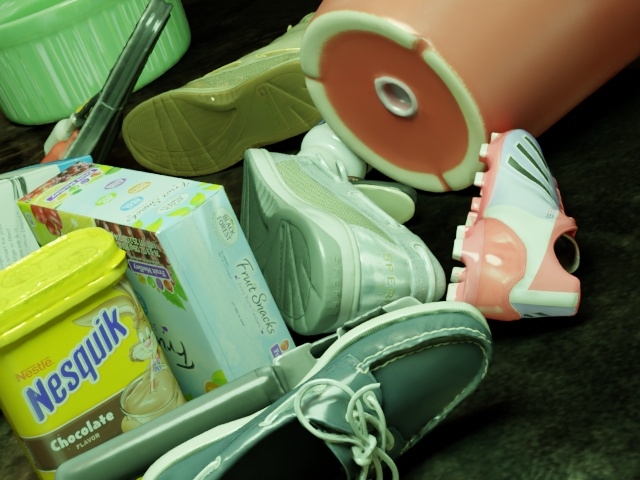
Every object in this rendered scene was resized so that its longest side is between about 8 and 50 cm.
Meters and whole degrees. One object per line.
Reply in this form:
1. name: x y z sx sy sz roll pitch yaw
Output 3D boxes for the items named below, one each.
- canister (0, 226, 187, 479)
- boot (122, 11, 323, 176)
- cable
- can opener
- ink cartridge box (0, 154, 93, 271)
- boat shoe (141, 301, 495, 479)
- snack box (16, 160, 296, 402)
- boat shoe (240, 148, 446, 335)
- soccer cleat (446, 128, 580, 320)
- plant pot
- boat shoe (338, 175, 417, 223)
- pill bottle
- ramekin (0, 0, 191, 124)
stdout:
1. canister: -0.168 0.094 1.088 0.126 0.170 0.073 -32 25 -20
2. boot: -0.065 -0.162 1.648 0.262 0.095 0.203 -18 18 30
3. cable: -0.241 -0.141 1.630 0.287 0.072 0.139 -59 2 47
4. can opener: -0.038 0.127 1.060 0.283 0.076 0.095 -25 -9 -5
5. ink cartridge box: -0.268 0.023 1.293 0.086 0.148 0.203 -5 10 35
6. boat shoe: 0.002 0.124 0.968 0.254 0.095 0.079 -26 22 -4
7. snack box: -0.119 0.038 1.161 0.070 0.174 0.207 -37 28 -27
8. boat shoe: 0.000 -0.002 1.228 0.103 0.118 0.320 0 11 -15
9. soccer cleat: 0.155 -0.011 1.167 0.095 0.083 0.248 12 27 8
10. plant pot: 0.129 -0.191 1.354 0.275 0.275 0.243 5 44 47
11. boat shoe: 0.033 -0.037 1.343 0.133 0.049 0.042 -4 37 45
12. pill bottle: 0.024 -0.087 1.437 0.067 0.067 0.120 -2 31 40
13. ramekin: -0.318 -0.276 2.043 0.303 0.148 0.303 -19 24 9
